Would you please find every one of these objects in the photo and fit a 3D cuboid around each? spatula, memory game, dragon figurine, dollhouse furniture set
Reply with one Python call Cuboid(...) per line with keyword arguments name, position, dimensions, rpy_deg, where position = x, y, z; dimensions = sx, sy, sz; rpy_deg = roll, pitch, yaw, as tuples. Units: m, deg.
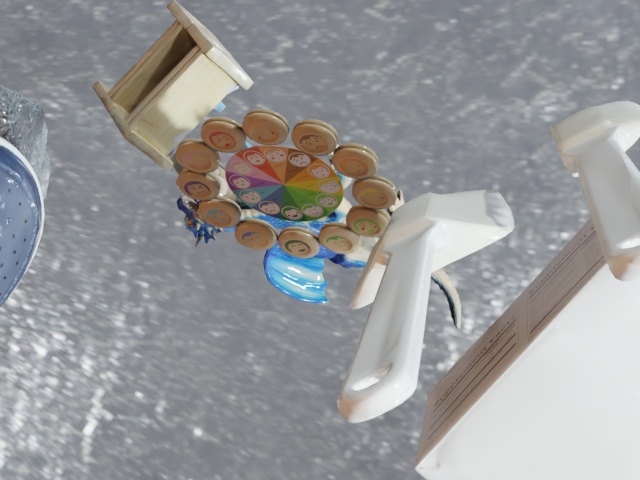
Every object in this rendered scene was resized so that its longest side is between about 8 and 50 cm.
Cuboid(name="spatula", position=(0.074, -0.013, 0.425), dimensions=(0.168, 0.242, 0.019), rpy_deg=(-26, 99, 11))
Cuboid(name="memory game", position=(-0.029, -0.042, 1.295), dimensions=(0.186, 0.186, 0.012), rpy_deg=(33, 51, -25))
Cuboid(name="dragon figurine", position=(0.000, 0.000, 1.473), dimensions=(0.289, 0.144, 0.085), rpy_deg=(35, 44, -35))
Cuboid(name="dollhouse furniture set", position=(-0.119, -0.132, 1.684), dimensions=(0.129, 0.129, 0.184), rpy_deg=(-45, 129, 7))

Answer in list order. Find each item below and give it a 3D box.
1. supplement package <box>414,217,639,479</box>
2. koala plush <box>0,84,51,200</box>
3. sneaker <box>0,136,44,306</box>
Cuboid(name="supplement package", position=(0.224, 0.132, 1.009), dimensions=(0.262, 0.145, 0.204), rpy_deg=(41, 105, -3))
Cuboid(name="koala plush", position=(-0.395, -0.074, 1.594), dimensions=(0.221, 0.203, 0.196), rpy_deg=(10, 96, 3))
Cuboid(name="sneaker", position=(-0.166, 0.062, 0.493), dimensions=(0.282, 0.153, 0.099), rpy_deg=(-40, 122, -31))
